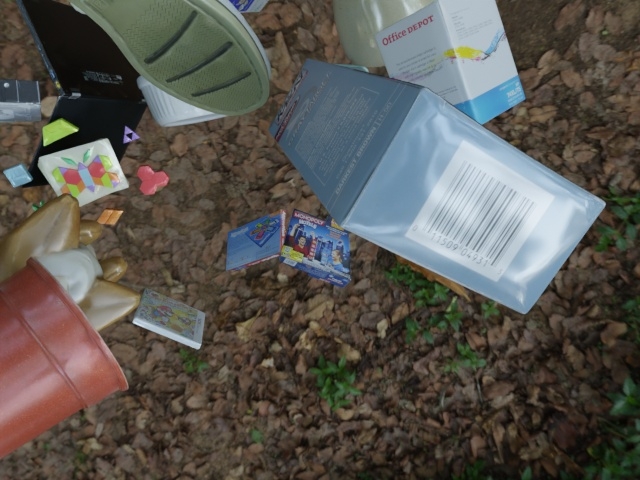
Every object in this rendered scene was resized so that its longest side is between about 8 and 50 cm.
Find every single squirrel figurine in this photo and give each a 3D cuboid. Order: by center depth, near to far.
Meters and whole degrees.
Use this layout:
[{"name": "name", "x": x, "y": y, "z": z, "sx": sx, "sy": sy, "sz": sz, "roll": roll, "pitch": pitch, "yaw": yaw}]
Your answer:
[{"name": "squirrel figurine", "x": -0.649, "y": 0.104, "z": 1.135, "sx": 0.397, "sy": 0.371, "sz": 0.280, "roll": -43, "pitch": 115, "yaw": -22}]

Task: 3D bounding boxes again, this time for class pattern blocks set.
[{"name": "pattern blocks set", "x": -0.582, "y": -0.164, "z": 1.256, "sx": 0.325, "sy": 0.026, "sz": 0.285, "roll": -32, "pitch": 119, "yaw": -1}]

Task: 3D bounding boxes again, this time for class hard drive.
[{"name": "hard drive", "x": -0.857, "y": -0.332, "z": 1.200, "sx": 0.339, "sy": 0.237, "sz": 0.064, "roll": -7, "pitch": 95, "yaw": -29}]

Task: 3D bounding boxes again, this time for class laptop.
[{"name": "laptop", "x": -0.676, "y": -0.393, "z": 1.378, "sx": 0.237, "sy": 0.382, "sz": 0.407, "roll": -21, "pitch": 97, "yaw": 16}]

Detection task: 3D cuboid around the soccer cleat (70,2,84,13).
[{"name": "soccer cleat", "x": -0.304, "y": -0.371, "z": 0.754, "sx": 0.197, "sy": 0.076, "sz": 0.068, "roll": -3, "pitch": 146, "yaw": 19}]

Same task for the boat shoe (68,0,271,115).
[{"name": "boat shoe", "x": -0.147, "y": -0.222, "z": 0.427, "sx": 0.113, "sy": 0.302, "sz": 0.103, "roll": -19, "pitch": 61, "yaw": 26}]

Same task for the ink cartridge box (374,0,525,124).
[{"name": "ink cartridge box", "x": 0.294, "y": -0.396, "z": 1.150, "sx": 0.197, "sy": 0.198, "sz": 0.269, "roll": -32, "pitch": 106, "yaw": -31}]

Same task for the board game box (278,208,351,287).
[{"name": "board game box", "x": 0.000, "y": 0.000, "z": 1.333, "sx": 0.194, "sy": 0.194, "sz": 0.060, "roll": 21, "pitch": 149, "yaw": -12}]

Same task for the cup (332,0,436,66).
[{"name": "cup", "x": 0.162, "y": -0.694, "z": 1.410, "sx": 0.331, "sy": 0.330, "sz": 0.237, "roll": -31, "pitch": 141, "yaw": 13}]

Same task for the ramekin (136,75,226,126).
[{"name": "ramekin", "x": -0.329, "y": -0.381, "z": 1.322, "sx": 0.273, "sy": 0.273, "sz": 0.127, "roll": -9, "pitch": 101, "yaw": 9}]

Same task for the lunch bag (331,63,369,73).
[{"name": "lunch bag", "x": 0.051, "y": -0.418, "z": 1.603, "sx": 0.224, "sy": 0.107, "sz": 0.279, "roll": -10, "pitch": 144, "yaw": -27}]

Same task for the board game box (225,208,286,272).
[{"name": "board game box", "x": -0.212, "y": 0.006, "z": 1.630, "sx": 0.282, "sy": 0.027, "sz": 0.144, "roll": -19, "pitch": 65, "yaw": 42}]

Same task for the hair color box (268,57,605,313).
[{"name": "hair color box", "x": 0.074, "y": -0.087, "z": 0.527, "sx": 0.186, "sy": 0.374, "sz": 0.113, "roll": 25, "pitch": 104, "yaw": -22}]

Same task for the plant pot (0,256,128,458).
[{"name": "plant pot", "x": -0.495, "y": 0.210, "z": 0.781, "sx": 0.273, "sy": 0.265, "sz": 0.272, "roll": 33, "pitch": 144, "yaw": 29}]

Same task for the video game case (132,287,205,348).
[{"name": "video game case", "x": -0.499, "y": 0.258, "z": 1.688, "sx": 0.227, "sy": 0.206, "sz": 0.026, "roll": 27, "pitch": 105, "yaw": -18}]

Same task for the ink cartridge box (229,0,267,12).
[{"name": "ink cartridge box", "x": -0.274, "y": -0.773, "z": 1.551, "sx": 0.165, "sy": 0.333, "sz": 0.065, "roll": -30, "pitch": 92, "yaw": 45}]
